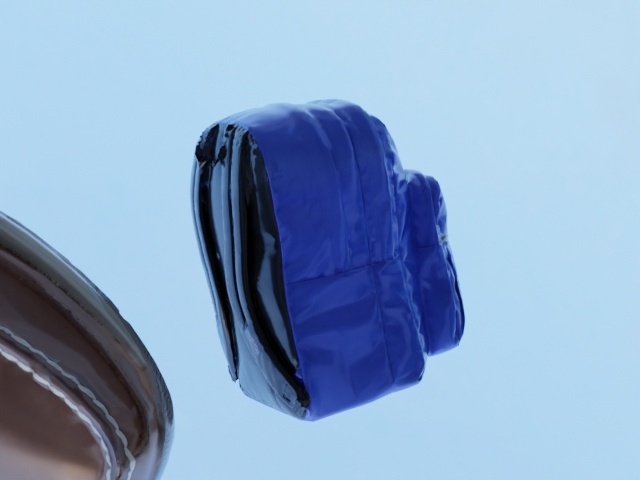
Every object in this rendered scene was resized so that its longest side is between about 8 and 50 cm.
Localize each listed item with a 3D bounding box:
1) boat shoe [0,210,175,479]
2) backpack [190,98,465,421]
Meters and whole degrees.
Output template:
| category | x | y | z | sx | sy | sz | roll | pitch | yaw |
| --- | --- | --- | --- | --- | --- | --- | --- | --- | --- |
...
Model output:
| category | x | y | z | sx | sy | sz | roll | pitch | yaw |
| --- | --- | --- | --- | --- | --- | --- | --- | --- | --- |
| boat shoe | -0.208 | 0.027 | 0.463 | 0.324 | 0.123 | 0.116 | 22 | -157 | 9 |
| backpack | 0.000 | 0.000 | 0.566 | 0.101 | 0.098 | 0.120 | -18 | -81 | -26 |
